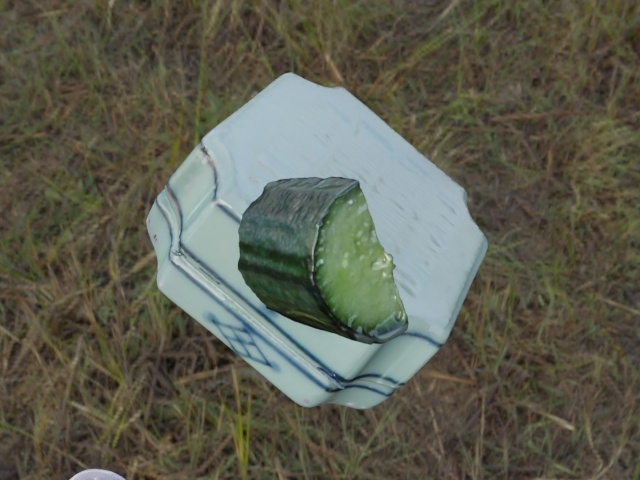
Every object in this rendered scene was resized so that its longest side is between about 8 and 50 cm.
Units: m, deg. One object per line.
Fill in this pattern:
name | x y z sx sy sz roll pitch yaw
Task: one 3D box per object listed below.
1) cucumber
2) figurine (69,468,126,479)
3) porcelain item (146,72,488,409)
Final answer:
cucumber | -0.003 0.020 0.586 0.062 0.116 0.115 -31 19 -23
figurine | -0.152 0.286 0.629 0.200 0.133 0.276 -20 30 3
porcelain item | 0.000 0.000 0.845 0.281 0.157 0.286 40 36 -3
